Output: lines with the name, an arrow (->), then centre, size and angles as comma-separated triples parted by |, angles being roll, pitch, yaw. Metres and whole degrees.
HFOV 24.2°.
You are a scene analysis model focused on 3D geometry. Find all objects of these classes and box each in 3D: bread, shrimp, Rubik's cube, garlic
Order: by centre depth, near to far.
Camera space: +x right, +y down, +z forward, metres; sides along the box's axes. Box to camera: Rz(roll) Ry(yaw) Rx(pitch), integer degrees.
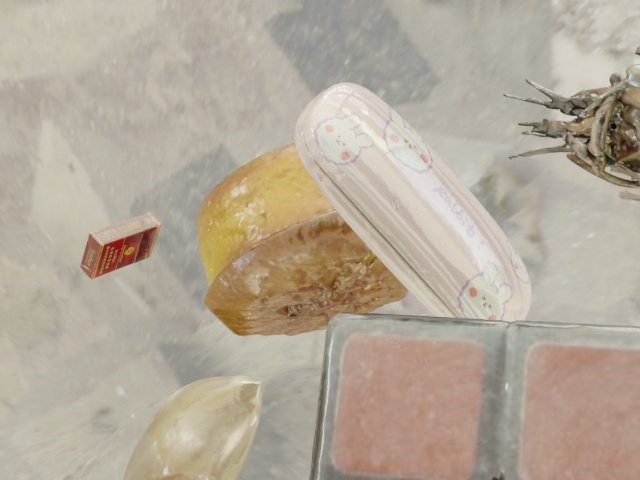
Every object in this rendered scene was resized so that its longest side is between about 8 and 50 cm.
Rubik's cube -> 0.159, 0.226, 0.842 | 0.303, 0.301, 0.305 | 4, 72, 15
shrimp -> 0.269, -0.084, 1.191 | 0.145, 0.343, 0.116 | -49, 125, -26
bread -> -0.001, -0.002, 1.768 | 0.312, 0.312, 0.172 | -17, 70, -9
garlic -> -0.182, 0.295, 1.922 | 0.143, 0.112, 0.318 | 37, 116, 23

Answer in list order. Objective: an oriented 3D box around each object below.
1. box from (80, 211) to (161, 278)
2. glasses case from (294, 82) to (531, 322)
box -> -0.211, 0.005, 1.576 | 0.082, 0.051, 0.023 | -22, 58, -41
glasses case -> 0.092, -0.024, 1.427 | 0.297, 0.075, 0.113 | 48, 44, -12
